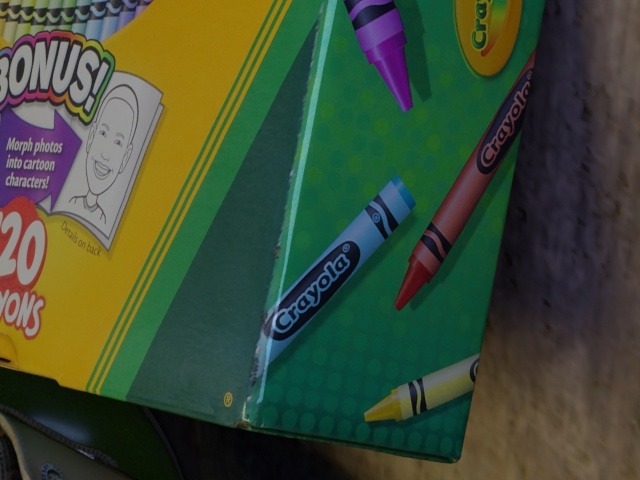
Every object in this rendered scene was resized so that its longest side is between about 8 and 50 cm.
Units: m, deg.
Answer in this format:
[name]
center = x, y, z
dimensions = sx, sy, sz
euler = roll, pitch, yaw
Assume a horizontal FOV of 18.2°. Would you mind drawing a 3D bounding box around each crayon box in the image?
[crayon box]
center = -0.055, -0.033, 0.645
dimensions = 0.278, 0.081, 0.165
euler = 5, 83, 54

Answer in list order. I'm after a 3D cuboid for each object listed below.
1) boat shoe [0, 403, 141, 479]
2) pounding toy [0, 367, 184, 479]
[boat shoe]
center = -0.110, 0.122, 0.704
dimensions = 0.324, 0.123, 0.116
euler = 22, 164, 7
[pounding toy]
center = -0.153, 0.104, 0.821
dimensions = 0.183, 0.110, 0.237
euler = 21, 125, 19
